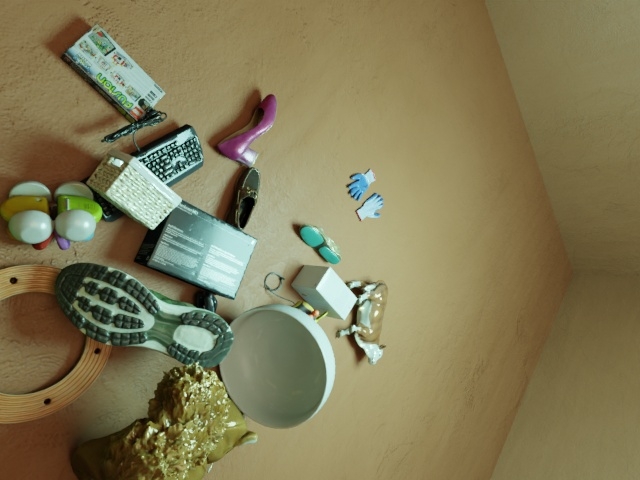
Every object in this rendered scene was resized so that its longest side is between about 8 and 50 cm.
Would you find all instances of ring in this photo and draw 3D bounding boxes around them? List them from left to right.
[{"bbox_3d":[-0.626,0.218,0.964,0.337,0.032,0.335,0,90,-43],"label":"ring"}]

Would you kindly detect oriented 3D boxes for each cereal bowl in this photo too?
[{"bbox_3d":[-0.108,0.336,1.255,0.141,0.340,0.338,-13,101,-66],"label":"cereal bowl"}]

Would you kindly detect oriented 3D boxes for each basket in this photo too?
[{"bbox_3d":[-0.429,-0.114,1.032,0.103,0.113,0.167,-57,142,-14],"label":"basket"}]

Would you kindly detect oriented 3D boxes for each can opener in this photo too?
[{"bbox_3d":[-0.314,0.227,1.229,0.059,0.073,0.185,3,105,-2],"label":"can opener"}]

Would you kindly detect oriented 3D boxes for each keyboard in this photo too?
[{"bbox_3d":[-0.434,-0.203,1.104,0.317,0.033,0.201,-43,130,-33],"label":"keyboard"}]

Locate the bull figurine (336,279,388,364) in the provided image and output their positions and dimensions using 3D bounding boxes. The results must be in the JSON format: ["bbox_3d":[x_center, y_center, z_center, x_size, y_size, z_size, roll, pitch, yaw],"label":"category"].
[{"bbox_3d":[0.167,0.292,1.632,0.189,0.101,0.309,15,81,-39],"label":"bull figurine"}]

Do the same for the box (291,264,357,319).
[{"bbox_3d":[0.013,0.169,1.471,0.170,0.130,0.091,51,60,-30],"label":"box"}]

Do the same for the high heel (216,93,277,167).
[{"bbox_3d":[-0.212,-0.341,1.303,0.117,0.082,0.243,29,80,-37],"label":"high heel"}]

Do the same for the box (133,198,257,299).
[{"bbox_3d":[-0.321,0.025,1.188,0.261,0.103,0.184,31,73,-38],"label":"box"}]

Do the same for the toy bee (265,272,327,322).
[{"bbox_3d":[-0.066,0.258,1.384,0.298,0.162,0.195,51,61,-30],"label":"toy bee"}]

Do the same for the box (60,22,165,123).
[{"bbox_3d":[-0.489,-0.393,1.072,0.207,0.036,0.114,47,61,-32],"label":"box"}]

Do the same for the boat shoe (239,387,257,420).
[{"bbox_3d":[-0.225,0.489,1.321,0.040,0.049,0.142,22,66,-1],"label":"boat shoe"}]

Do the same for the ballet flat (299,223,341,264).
[{"bbox_3d":[0.000,0.000,1.513,0.206,0.073,0.067,49,33,-34],"label":"ballet flat"}]

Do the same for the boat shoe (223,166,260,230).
[{"bbox_3d":[-0.214,-0.120,1.303,0.073,0.073,0.206,25,73,-38],"label":"boat shoe"}]

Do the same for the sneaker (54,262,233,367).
[{"bbox_3d":[-0.417,0.177,1.066,0.411,0.182,0.157,32,79,-23],"label":"sneaker"}]

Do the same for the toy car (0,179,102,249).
[{"bbox_3d":[-0.564,-0.039,0.950,0.182,0.159,0.136,-4,131,-30],"label":"toy car"}]

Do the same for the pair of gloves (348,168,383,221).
[{"bbox_3d":[0.176,-0.166,1.686,0.159,0.023,0.198,-38,114,-35],"label":"pair of gloves"}]

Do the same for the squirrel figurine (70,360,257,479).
[{"bbox_3d":[-0.311,0.468,1.023,0.371,0.281,0.396,-16,145,-45],"label":"squirrel figurine"}]
